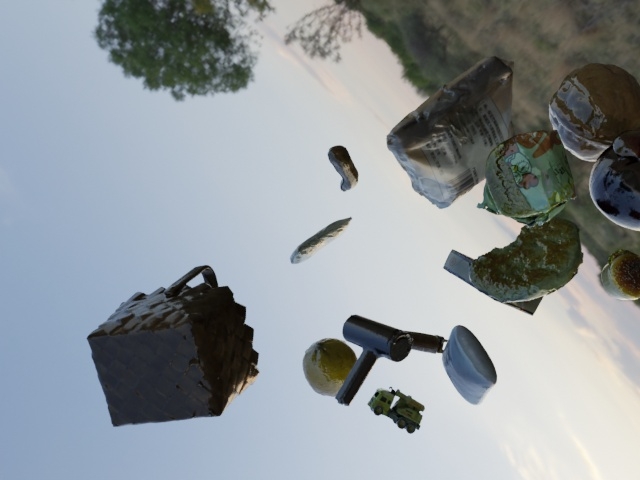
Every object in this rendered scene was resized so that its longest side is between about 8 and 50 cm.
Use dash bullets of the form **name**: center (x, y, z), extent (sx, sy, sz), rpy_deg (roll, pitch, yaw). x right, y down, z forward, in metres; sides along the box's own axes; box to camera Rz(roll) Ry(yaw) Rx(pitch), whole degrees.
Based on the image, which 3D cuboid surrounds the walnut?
- **walnut**: center (0.925, -0.413, 2.024), extent (0.306, 0.306, 0.343), rpy_deg (35, -146, -31)

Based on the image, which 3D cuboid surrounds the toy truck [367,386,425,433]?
- **toy truck**: center (0.235, 0.508, 1.856), extent (0.169, 0.100, 0.077), rpy_deg (29, 172, -1)

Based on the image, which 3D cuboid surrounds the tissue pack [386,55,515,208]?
- **tissue pack**: center (0.387, -0.286, 1.716), extent (0.195, 0.390, 0.375), rpy_deg (56, -179, 33)

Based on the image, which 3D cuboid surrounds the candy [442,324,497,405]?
- **candy**: center (0.301, 0.258, 1.252), extent (0.174, 0.071, 0.138), rpy_deg (85, 159, -61)

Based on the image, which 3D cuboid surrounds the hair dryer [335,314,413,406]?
- **hair dryer**: center (0.112, 0.333, 1.664), extent (0.197, 0.251, 0.089), rpy_deg (17, 160, 46)

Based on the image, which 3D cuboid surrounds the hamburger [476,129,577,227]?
- **hamburger**: center (0.455, -0.132, 1.399), extent (0.125, 0.235, 0.214), rpy_deg (16, -114, -52)

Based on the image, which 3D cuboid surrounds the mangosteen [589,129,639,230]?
- **mangosteen**: center (0.944, -0.191, 1.746), extent (0.346, 0.307, 0.306), rpy_deg (89, 160, -47)

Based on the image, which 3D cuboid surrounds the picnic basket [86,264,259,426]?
- **picnic basket**: center (-0.275, 0.211, 1.247), extent (0.321, 0.292, 0.254), rpy_deg (-48, -53, -68)

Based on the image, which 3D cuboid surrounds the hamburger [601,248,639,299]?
- **hamburger**: center (0.848, 0.095, 1.687), extent (0.127, 0.081, 0.141), rpy_deg (20, -113, -6)

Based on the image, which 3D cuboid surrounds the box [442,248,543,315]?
- **box**: center (0.594, 0.143, 2.121), extent (0.198, 0.084, 0.310), rpy_deg (22, -172, -28)

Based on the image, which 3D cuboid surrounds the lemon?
- **lemon**: center (0.036, 0.431, 2.083), extent (0.192, 0.192, 0.231), rpy_deg (-105, -4, -55)

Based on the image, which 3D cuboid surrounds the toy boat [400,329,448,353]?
- **toy boat**: center (0.347, 0.365, 2.210), extent (0.226, 0.068, 0.088), rpy_deg (10, -174, 1)

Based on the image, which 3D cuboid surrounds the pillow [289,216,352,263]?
- **pillow**: center (0.000, 0.000, 1.919), extent (0.050, 0.229, 0.128), rpy_deg (54, 157, 5)

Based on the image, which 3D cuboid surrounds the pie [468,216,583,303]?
- **pie**: center (0.654, 0.063, 1.908), extent (0.078, 0.371, 0.296), rpy_deg (58, -177, -32)

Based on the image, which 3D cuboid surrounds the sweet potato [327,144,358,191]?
- **sweet potato**: center (0.080, -0.224, 1.959), extent (0.081, 0.062, 0.233), rpy_deg (31, 162, 29)
